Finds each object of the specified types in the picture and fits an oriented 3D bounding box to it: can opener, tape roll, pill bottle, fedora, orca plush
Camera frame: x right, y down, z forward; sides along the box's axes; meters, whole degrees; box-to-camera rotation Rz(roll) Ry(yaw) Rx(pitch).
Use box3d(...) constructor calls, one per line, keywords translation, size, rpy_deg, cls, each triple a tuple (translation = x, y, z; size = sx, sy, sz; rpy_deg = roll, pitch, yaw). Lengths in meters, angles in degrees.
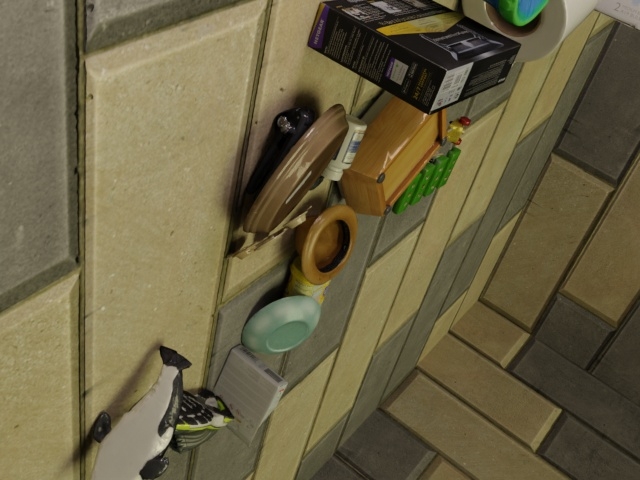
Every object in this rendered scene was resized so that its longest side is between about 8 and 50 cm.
box3d(translation=(-0.069, -0.144, 1.305), size=(0.073, 0.059, 0.186), rpy_deg=(17, 110, -43), cls="can opener")
box3d(translation=(0.445, -0.524, 1.618), size=(0.169, 0.246, 0.246), rpy_deg=(-43, 156, -31), cls="tape roll")
box3d(translation=(0.037, -0.179, 1.475), size=(0.067, 0.067, 0.120), rpy_deg=(-17, 134, -60), cls="pill bottle")
box3d(translation=(0.000, 0.000, 1.633), size=(0.194, 0.079, 0.194), rpy_deg=(-36, 139, -38), cls="fedora")
box3d(translation=(-0.319, 0.333, 1.391), size=(0.102, 0.151, 0.287), rpy_deg=(62, 42, -76), cls="orca plush")

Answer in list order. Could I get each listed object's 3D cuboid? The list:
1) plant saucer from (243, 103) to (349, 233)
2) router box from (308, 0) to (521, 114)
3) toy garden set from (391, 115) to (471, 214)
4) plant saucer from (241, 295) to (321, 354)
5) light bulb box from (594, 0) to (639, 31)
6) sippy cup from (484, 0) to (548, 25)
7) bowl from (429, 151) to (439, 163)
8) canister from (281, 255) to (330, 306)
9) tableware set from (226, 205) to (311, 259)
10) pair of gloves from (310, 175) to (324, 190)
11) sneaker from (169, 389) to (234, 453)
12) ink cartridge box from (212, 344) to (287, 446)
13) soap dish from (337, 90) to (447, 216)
box3d(translation=(-0.036, -0.116, 1.339), size=(0.278, 0.041, 0.278), rpy_deg=(-51, 177, -4), cls="plant saucer")
box3d(translation=(0.166, -0.328, 1.293), size=(0.309, 0.243, 0.081), rpy_deg=(-29, 147, -50), cls="router box")
box3d(translation=(0.264, -0.192, 1.857), size=(0.244, 0.049, 0.204), rpy_deg=(-31, 149, -47), cls="toy garden set")
box3d(translation=(-0.080, 0.202, 1.721), size=(0.195, 0.037, 0.195), rpy_deg=(-19, 142, -16), cls="plant saucer")
box3d(translation=(0.693, -0.676, 1.779), size=(0.361, 0.358, 0.225), rpy_deg=(-32, 147, -46), cls="light bulb box")
box3d(translation=(0.305, -0.526, 1.329), size=(0.240, 0.224, 0.305), rpy_deg=(-49, 159, -20), cls="sippy cup")
box3d(translation=(0.261, -0.175, 2.012), size=(0.142, 0.053, 0.142), rpy_deg=(-20, 139, -56), cls="bowl")
box3d(translation=(-0.030, 0.107, 1.759), size=(0.126, 0.073, 0.170), rpy_deg=(-31, 150, -46), cls="canister")
box3d(translation=(-0.093, -0.008, 1.427), size=(0.141, 0.020, 0.168), rpy_deg=(-28, -176, 42), cls="tableware set")
box3d(translation=(-0.008, -0.132, 1.533), size=(0.074, 0.010, 0.083), rpy_deg=(-44, 158, -29), cls="pair of gloves")
box3d(translation=(-0.280, 0.381, 1.574), size=(0.121, 0.111, 0.300), rpy_deg=(-51, 157, 1), cls="sneaker")
box3d(translation=(-0.166, 0.345, 1.711), size=(0.045, 0.145, 0.179), rpy_deg=(-19, 139, -56), cls="ink cartridge box")
box3d(translation=(0.157, -0.202, 1.644), size=(0.291, 0.118, 0.229), rpy_deg=(-50, 159, -13), cls="soap dish")
